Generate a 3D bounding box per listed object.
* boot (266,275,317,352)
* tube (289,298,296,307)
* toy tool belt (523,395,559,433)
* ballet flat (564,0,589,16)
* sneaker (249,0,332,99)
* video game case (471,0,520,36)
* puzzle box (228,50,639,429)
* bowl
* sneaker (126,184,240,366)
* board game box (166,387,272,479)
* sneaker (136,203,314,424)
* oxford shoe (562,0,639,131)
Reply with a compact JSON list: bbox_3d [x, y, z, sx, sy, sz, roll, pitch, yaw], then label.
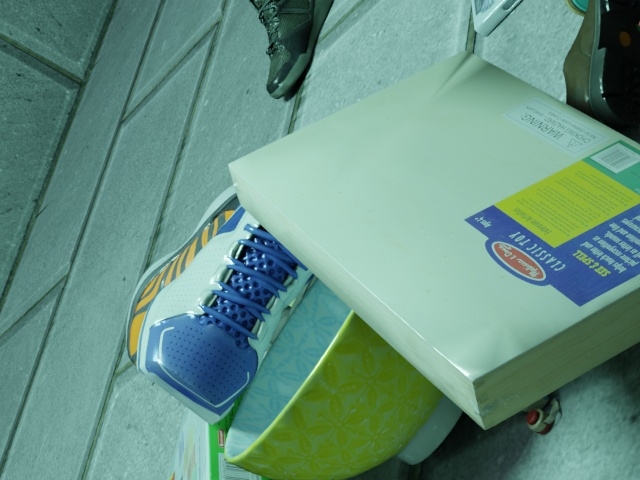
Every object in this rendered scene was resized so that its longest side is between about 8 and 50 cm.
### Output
[{"bbox_3d":[-0.005,0.051,1.519,0.189,0.076,0.208,50,130,53],"label":"boot"},{"bbox_3d":[0.000,0.000,1.664,0.240,0.062,0.070,-58,-22,18],"label":"tube"},{"bbox_3d":[0.172,0.128,1.143,0.052,0.051,0.083,-47,26,29],"label":"toy tool belt"},{"bbox_3d":[0.328,-0.335,1.348,0.232,0.080,0.073,-50,10,21],"label":"ballet flat"},{"bbox_3d":[-0.070,-0.343,2.123,0.087,0.130,0.227,-21,46,59],"label":"sneaker"},{"bbox_3d":[0.247,-0.365,1.619,0.173,0.022,0.190,-44,27,33],"label":"video game case"},{"bbox_3d":[0.127,-0.025,1.092,0.272,0.052,0.409,-26,36,-16],"label":"puzzle box"},{"bbox_3d":[0.051,0.124,1.236,0.289,0.156,0.289,-54,8,12],"label":"bowl"},{"bbox_3d":[-0.162,0.069,1.822,0.321,0.125,0.180,-57,22,8],"label":"sneaker"},{"bbox_3d":[-0.125,0.305,1.399,0.242,0.064,0.316,-99,23,-56],"label":"board game box"},{"bbox_3d":[-0.060,0.014,1.321,0.315,0.127,0.182,-59,6,-38],"label":"sneaker"},{"bbox_3d":[0.277,-0.199,1.281,0.096,0.083,0.227,-31,35,56],"label":"oxford shoe"}]
